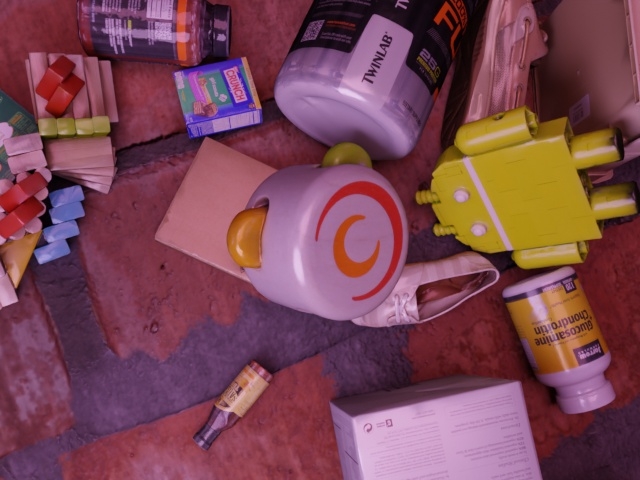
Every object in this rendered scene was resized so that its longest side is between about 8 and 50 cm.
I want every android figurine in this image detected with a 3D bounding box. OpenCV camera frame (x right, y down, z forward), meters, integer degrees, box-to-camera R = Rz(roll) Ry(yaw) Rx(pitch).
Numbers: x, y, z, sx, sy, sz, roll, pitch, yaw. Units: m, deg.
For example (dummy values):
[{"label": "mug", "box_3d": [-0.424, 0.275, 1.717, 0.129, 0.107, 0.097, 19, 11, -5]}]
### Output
[{"label": "android figurine", "box_3d": [0.258, -0.061, 0.794, 0.248, 0.272, 0.056, 56, 41, -30]}]

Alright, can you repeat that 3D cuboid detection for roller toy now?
[{"label": "roller toy", "box_3d": [0.000, 0.000, 0.769, 0.209, 0.146, 0.191, -46, 121, -27]}]

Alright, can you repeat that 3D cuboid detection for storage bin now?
[{"label": "storage bin", "box_3d": [0.402, -0.226, 0.819, 0.123, 0.262, 0.261, -1, 81, -6]}]

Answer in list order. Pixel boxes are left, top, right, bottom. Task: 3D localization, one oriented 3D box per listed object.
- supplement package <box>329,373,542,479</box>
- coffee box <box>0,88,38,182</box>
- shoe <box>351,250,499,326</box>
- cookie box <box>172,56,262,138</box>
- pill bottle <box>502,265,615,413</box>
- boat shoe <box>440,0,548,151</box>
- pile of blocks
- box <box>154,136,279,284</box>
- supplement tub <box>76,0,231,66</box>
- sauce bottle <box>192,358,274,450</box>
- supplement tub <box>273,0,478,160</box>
[{"label": "supplement package", "box_3d": [0.140, 0.314, 0.732, 0.199, 0.198, 0.263, -9, 81, -9]}, {"label": "coffee box", "box_3d": [-0.460, -0.154, 0.823, 0.184, 0.040, 0.113, 37, 77, 0]}, {"label": "shoe", "box_3d": [0.142, 0.068, 0.832, 0.219, 0.058, 0.077, -19, 114, -11]}, {"label": "cookie box", "box_3d": [-0.145, -0.203, 0.859, 0.107, 0.040, 0.092, -15, 71, -10]}, {"label": "pill bottle", "box_3d": [0.330, 0.135, 0.831, 0.103, 0.103, 0.184, -20, 83, -9]}, {"label": "boat shoe", "box_3d": [0.268, -0.282, 0.894, 0.110, 0.121, 0.341, 13, 89, -9]}, {"label": "pile of blocks", "box_3d": [-0.339, -0.073, 0.765, 0.148, 0.112, 0.362, 18, 86, -25]}, {"label": "box", "box_3d": [-0.105, -0.033, 0.852, 0.201, 0.021, 0.165, 25, 79, -1]}, {"label": "supplement tub", "box_3d": [-0.224, -0.298, 0.842, 0.197, 0.106, 0.106, 4, 80, -7]}, {"label": "sauce bottle", "box_3d": [-0.116, 0.217, 0.799, 0.042, 0.042, 0.128, 40, 77, 1]}, {"label": "supplement tub", "box_3d": [0.091, -0.297, 0.825, 0.207, 0.207, 0.338, 24, 79, -2]}]
